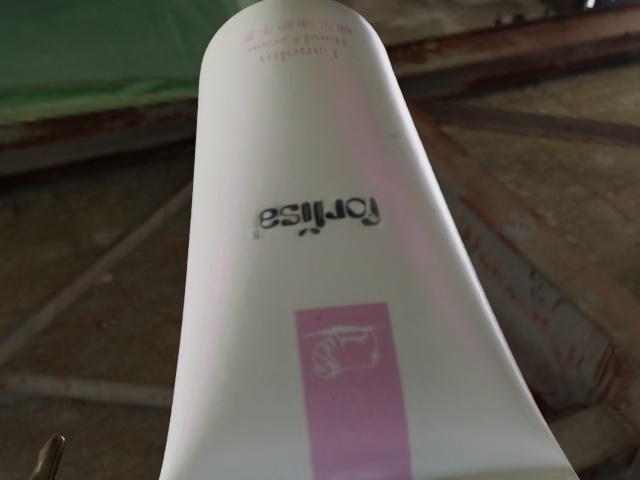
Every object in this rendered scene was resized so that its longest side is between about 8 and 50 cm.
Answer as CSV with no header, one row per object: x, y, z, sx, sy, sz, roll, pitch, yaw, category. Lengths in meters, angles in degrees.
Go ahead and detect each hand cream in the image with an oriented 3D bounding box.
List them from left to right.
0.000,0.000,0.591,0.185,0.118,0.358,-4,-138,-6,hand cream

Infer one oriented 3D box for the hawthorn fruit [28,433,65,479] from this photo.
-0.135,0.225,0.516,0.224,0.224,0.261,-7,-98,-21,hawthorn fruit
